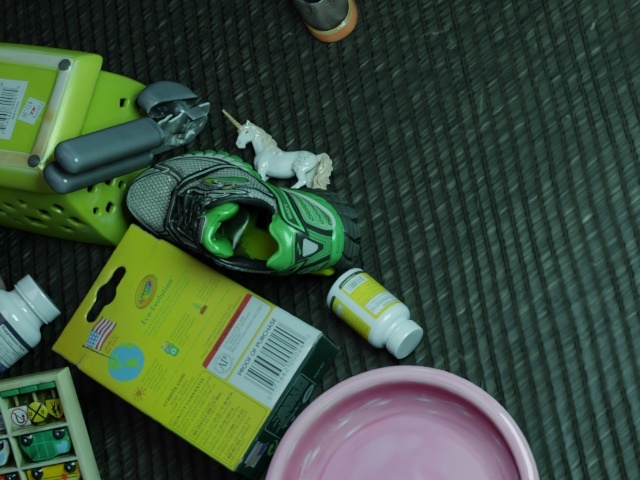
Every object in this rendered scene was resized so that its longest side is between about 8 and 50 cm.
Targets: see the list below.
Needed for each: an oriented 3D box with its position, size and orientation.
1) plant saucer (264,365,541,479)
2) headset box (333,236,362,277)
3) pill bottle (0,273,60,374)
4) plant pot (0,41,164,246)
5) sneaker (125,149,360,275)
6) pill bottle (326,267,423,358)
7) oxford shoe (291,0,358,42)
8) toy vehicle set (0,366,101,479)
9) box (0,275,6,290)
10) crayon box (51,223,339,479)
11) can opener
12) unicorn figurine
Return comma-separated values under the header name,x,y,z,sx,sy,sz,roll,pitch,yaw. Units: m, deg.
name,x,y,z,sx,sy,sz,roll,pitch,yaw
plant saucer,0.097,0.313,1.685,0.332,0.084,0.332,-7,68,18
headset box,0.000,0.000,1.865,0.083,0.032,0.062,28,82,28
pill bottle,-0.432,0.124,1.941,0.169,0.094,0.094,-40,62,-8
plant pot,-0.370,-0.140,1.958,0.227,0.207,0.228,10,76,23
sneaker,-0.122,-0.037,1.828,0.344,0.146,0.134,12,100,38
pill bottle,0.068,0.091,1.788,0.116,0.065,0.065,41,88,28
oxford shoe,-0.034,-0.397,1.987,0.097,0.098,0.271,-34,63,6
toy vehicle set,-0.425,0.267,1.877,0.267,0.035,0.166,-13,99,16
box,-0.532,-0.004,1.940,0.127,0.232,0.148,-29,65,-7
crayon box,-0.160,0.136,1.847,0.318,0.081,0.202,30,83,26
can opener,-0.253,-0.139,1.890,0.095,0.283,0.076,47,128,16
unicorn figurine,-0.058,-0.096,1.915,0.162,0.060,0.111,10,73,7
